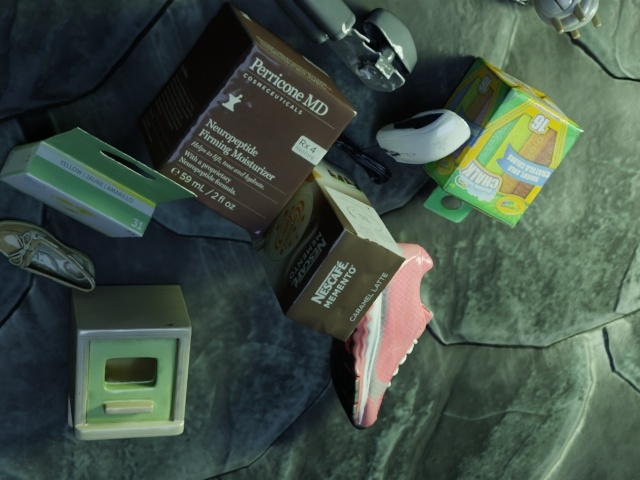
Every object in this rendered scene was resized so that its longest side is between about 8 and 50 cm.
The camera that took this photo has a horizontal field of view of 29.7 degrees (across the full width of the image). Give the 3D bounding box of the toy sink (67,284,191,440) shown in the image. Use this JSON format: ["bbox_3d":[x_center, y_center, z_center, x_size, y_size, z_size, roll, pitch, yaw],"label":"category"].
[{"bbox_3d":[-0.267,0.192,1.664,0.152,0.131,0.234,1,118,-16],"label":"toy sink"}]

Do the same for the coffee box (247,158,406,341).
[{"bbox_3d":[0.000,0.000,1.572,0.098,0.246,0.141,26,107,-27],"label":"coffee box"}]

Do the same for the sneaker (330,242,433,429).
[{"bbox_3d":[0.098,0.142,1.756,0.136,0.116,0.314,-3,118,-16],"label":"sneaker"}]

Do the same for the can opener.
[{"bbox_3d":[0.018,-0.299,1.534,0.283,0.076,0.095,45,66,-30],"label":"can opener"}]

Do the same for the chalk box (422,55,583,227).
[{"bbox_3d":[0.225,-0.115,1.644,0.132,0.132,0.213,24,108,-26],"label":"chalk box"}]

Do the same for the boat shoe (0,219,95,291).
[{"bbox_3d":[-0.365,0.022,1.592,0.153,0.048,0.056,32,105,-28],"label":"boat shoe"}]

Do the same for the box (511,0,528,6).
[{"bbox_3d":[0.215,-0.464,1.448,0.293,0.073,0.296,16,113,-40],"label":"box"}]

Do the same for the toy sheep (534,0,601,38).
[{"bbox_3d":[0.322,-0.315,1.583,0.091,0.091,0.132,-57,157,16],"label":"toy sheep"}]

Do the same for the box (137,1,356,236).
[{"bbox_3d":[-0.097,-0.151,1.508,0.168,0.167,0.203,31,105,-28],"label":"box"}]

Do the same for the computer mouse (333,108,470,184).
[{"bbox_3d":[0.109,-0.125,1.596,0.193,0.042,0.106,-14,132,42],"label":"computer mouse"}]

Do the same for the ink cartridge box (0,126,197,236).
[{"bbox_3d":[-0.276,-0.065,1.471,0.171,0.235,0.056,30,75,-27],"label":"ink cartridge box"}]
